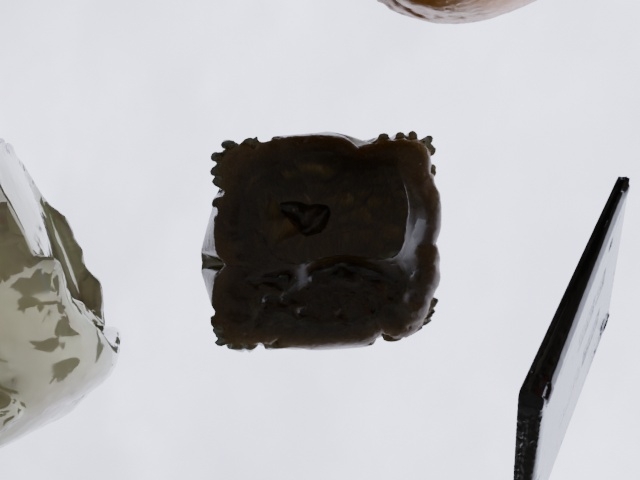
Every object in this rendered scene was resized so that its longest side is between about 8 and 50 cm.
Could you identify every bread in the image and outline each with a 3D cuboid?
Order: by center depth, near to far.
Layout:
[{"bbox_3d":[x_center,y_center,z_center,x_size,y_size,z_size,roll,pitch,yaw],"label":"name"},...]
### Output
[{"bbox_3d":[0.002,0.000,1.164,0.110,0.209,0.192,180,-91,-82],"label":"bread"}]

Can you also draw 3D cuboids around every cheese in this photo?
[{"bbox_3d":[-0.210,0.043,0.572,0.266,0.233,0.127,-172,-117,-80],"label":"cheese"}]

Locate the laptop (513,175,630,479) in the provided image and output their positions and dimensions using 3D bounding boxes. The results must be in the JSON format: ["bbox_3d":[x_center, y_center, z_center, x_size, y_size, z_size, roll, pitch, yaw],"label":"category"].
[{"bbox_3d":[0.153,0.069,0.803,0.016,0.197,0.135,16,-43,20],"label":"laptop"}]

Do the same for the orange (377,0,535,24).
[{"bbox_3d":[0.098,-0.316,1.010,0.312,0.312,0.312,-6,-99,43],"label":"orange"}]
